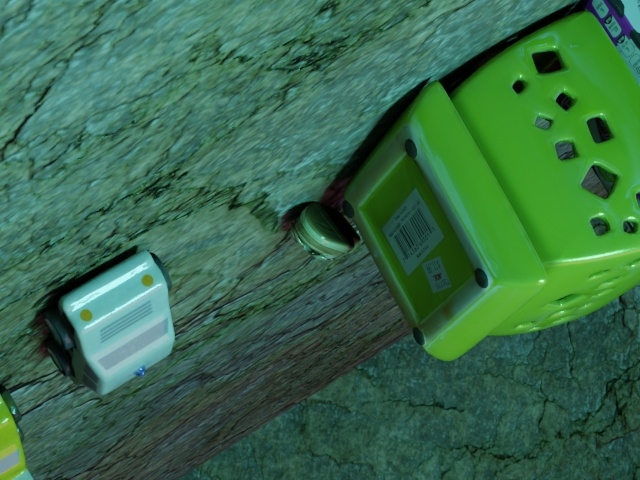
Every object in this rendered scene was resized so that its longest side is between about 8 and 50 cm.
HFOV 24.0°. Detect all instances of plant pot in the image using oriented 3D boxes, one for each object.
[{"bbox_3d":[0.160,-0.034,1.320,0.207,0.227,0.228,-21,166,-27],"label":"plant pot"}]

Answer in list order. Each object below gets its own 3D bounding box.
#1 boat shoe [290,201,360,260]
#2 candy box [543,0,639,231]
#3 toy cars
[{"bbox_3d":[-0.001,-0.002,1.416,0.048,0.056,0.153,-40,176,9],"label":"boat shoe"},{"bbox_3d":[0.298,-0.108,1.340,0.071,0.233,0.159,-26,167,-25],"label":"candy box"},{"bbox_3d":[-0.227,0.140,1.263,0.393,0.087,0.176,-40,169,31],"label":"toy cars"}]
